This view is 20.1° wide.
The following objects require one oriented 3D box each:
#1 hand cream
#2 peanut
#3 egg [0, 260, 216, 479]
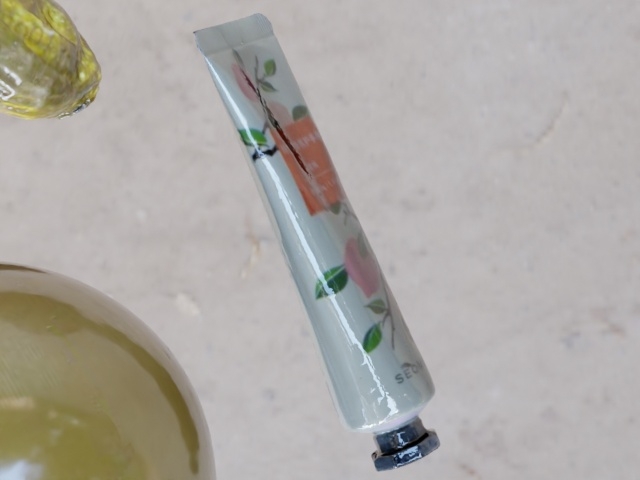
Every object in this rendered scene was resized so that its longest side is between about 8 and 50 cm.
[{"bbox_3d":[0.000,0.000,0.891,0.050,0.080,0.234,-21,94,27],"label":"hand cream"},{"bbox_3d":[-0.228,-0.146,1.203,0.087,0.087,0.207,-28,140,23],"label":"peanut"},{"bbox_3d":[-0.180,0.135,0.877,0.250,0.250,0.322,36,138,-20],"label":"egg"}]
